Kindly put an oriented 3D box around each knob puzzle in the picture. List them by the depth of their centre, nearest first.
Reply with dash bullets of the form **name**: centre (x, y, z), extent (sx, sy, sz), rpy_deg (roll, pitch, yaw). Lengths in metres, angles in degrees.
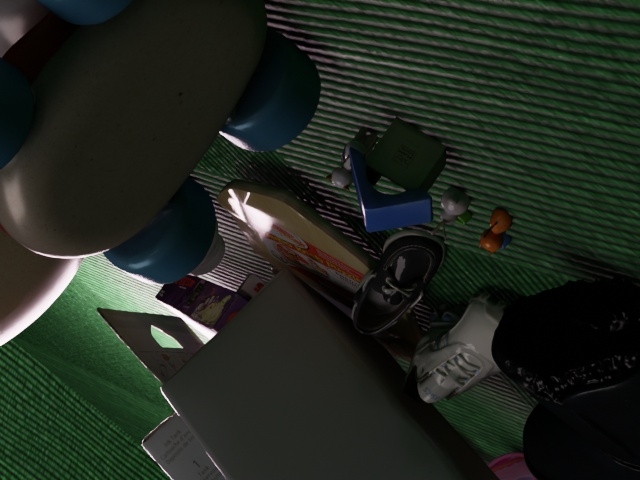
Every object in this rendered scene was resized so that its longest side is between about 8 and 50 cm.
- **knob puzzle**: centre (0.000, 0.000, 1.527), extent (0.213, 0.030, 0.213), rpy_deg (34, 167, 9)

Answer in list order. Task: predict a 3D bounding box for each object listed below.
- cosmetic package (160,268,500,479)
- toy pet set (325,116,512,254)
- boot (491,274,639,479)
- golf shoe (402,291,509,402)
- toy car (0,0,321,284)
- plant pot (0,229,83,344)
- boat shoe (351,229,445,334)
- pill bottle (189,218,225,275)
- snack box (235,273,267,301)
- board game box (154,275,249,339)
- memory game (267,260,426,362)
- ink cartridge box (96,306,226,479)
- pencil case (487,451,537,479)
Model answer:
- **cosmetic package**: centre (0.063, 0.224, 1.548), extent (0.385, 0.156, 0.217), rpy_deg (50, -175, 34)
- **toy pet set**: centre (0.056, -0.022, 1.241), extent (0.122, 0.065, 0.114), rpy_deg (31, 166, 13)
- **boot**: centre (0.181, 0.100, 1.286), extent (0.207, 0.094, 0.246), rpy_deg (39, 160, -32)
- **golf shoe**: centre (0.113, 0.091, 1.450), extent (0.069, 0.086, 0.176), rpy_deg (38, 165, -5)
- **toy car**: centre (-0.165, -0.124, 1.185), extent (0.238, 0.210, 0.219), rpy_deg (40, -176, 39)
- **plant pot**: centre (-0.302, -0.042, 1.699), extent (0.191, 0.284, 0.284), rpy_deg (-17, 134, 32)
- **boat shoe**: centre (0.055, 0.032, 1.417), extent (0.046, 0.038, 0.125), rpy_deg (25, 148, -12)
- **pill bottle**: centre (-0.129, -0.017, 1.707), extent (0.065, 0.065, 0.116), rpy_deg (25, 164, 35)
- **snack box**: centre (-0.004, 0.094, 1.872), extent (0.178, 0.022, 0.064), rpy_deg (36, 168, -3)
- **board game box**: centre (0.001, 0.154, 1.959), extent (0.347, 0.056, 0.208), rpy_deg (38, 177, -21)
- **memory game**: centre (0.024, 0.054, 1.694), extent (0.186, 0.012, 0.186), rpy_deg (32, 167, 9)
- **ink cartridge box**: centre (-0.107, 0.170, 1.786), extent (0.239, 0.060, 0.275), rpy_deg (45, -175, 11)
- **pencil case**: centre (0.245, 0.321, 1.845), extent (0.124, 0.124, 0.284), rpy_deg (18, 156, 52)
